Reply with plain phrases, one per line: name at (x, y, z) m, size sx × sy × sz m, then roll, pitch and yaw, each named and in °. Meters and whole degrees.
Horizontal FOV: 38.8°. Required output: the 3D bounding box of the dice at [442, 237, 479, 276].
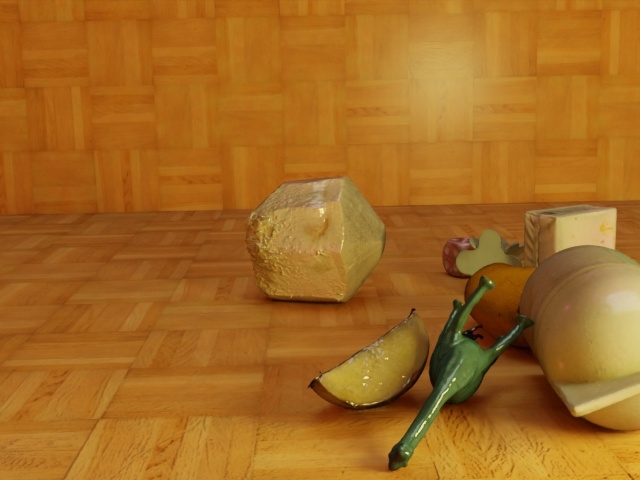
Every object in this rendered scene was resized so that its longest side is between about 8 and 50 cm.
dice at (0.381, 0.043, 2.382) m, size 0.094 × 0.093 × 0.091 m, roll -7°, pitch 12°, yaw -26°

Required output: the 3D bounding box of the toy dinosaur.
toy dinosaur at (0.185, 0.240, 1.417) m, size 0.129 × 0.331 × 0.383 m, roll 32°, pitch -18°, yaw 13°

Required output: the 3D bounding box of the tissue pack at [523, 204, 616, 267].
tissue pack at (0.552, 0.042, 2.004) m, size 0.185 × 0.225 × 0.124 m, roll -7°, pitch 12°, yaw -26°

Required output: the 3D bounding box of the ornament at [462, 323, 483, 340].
ornament at (0.253, 0.192, 1.658) m, size 0.028 × 0.073 × 0.125 m, roll 42°, pitch 28°, yaw 29°

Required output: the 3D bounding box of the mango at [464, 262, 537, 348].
mango at (0.391, 0.125, 1.776) m, size 0.187 × 0.144 × 0.359 m, roll -23°, pitch 16°, yaw -20°

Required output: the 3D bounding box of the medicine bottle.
medicine bottle at (0.446, 0.153, 1.378) m, size 0.236 × 0.235 × 0.406 m, roll -1°, pitch 10°, yaw 4°

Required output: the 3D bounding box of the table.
table at (0.444, 0.054, 2.186) m, size 0.167 × 0.166 × 0.198 m, roll 6°, pitch 5°, yaw 34°

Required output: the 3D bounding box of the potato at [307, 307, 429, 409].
potato at (0.081, 0.219, 1.435) m, size 0.243 × 0.098 × 0.138 m, roll -29°, pitch -18°, yaw -35°

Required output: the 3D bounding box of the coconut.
coconut at (0.000, 0.000, 2.131) m, size 0.310 × 0.297 × 0.297 m, roll -3°, pitch 9°, yaw 18°
